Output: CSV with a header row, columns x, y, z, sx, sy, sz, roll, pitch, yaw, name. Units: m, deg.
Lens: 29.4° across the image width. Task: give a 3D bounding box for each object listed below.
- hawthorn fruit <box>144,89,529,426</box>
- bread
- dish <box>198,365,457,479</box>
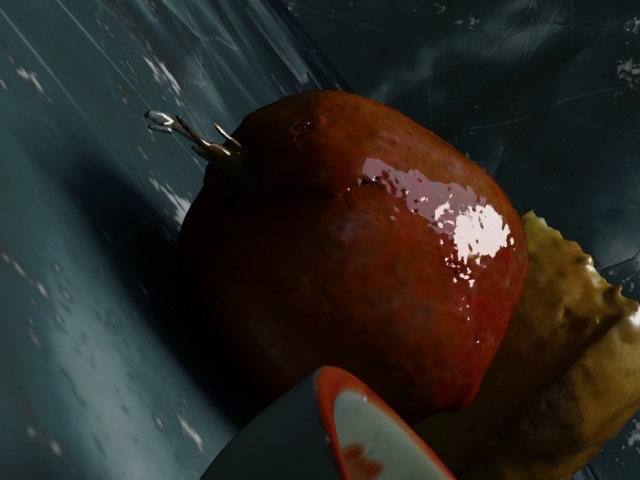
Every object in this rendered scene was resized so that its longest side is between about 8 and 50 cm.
x,y,z,sx,sy,sz,roll,pitch,yaw,name
0.000,0.000,0.772,0.299,0.211,0.211,38,17,-31,hawthorn fruit
0.126,0.127,0.991,0.194,0.179,0.340,54,-16,14,bread
0.024,0.187,0.482,0.256,0.117,0.256,55,9,-13,dish
